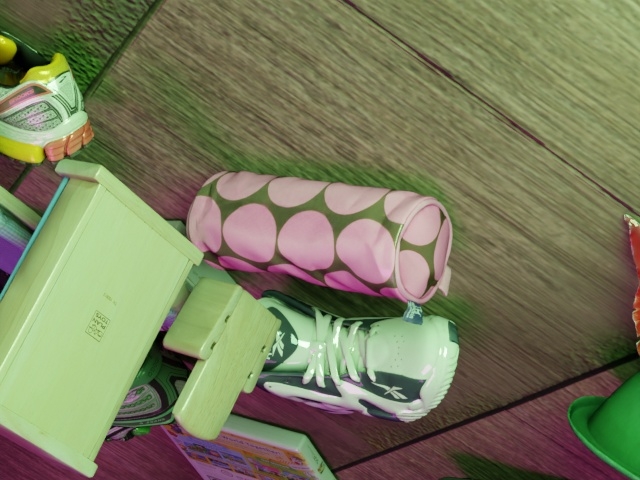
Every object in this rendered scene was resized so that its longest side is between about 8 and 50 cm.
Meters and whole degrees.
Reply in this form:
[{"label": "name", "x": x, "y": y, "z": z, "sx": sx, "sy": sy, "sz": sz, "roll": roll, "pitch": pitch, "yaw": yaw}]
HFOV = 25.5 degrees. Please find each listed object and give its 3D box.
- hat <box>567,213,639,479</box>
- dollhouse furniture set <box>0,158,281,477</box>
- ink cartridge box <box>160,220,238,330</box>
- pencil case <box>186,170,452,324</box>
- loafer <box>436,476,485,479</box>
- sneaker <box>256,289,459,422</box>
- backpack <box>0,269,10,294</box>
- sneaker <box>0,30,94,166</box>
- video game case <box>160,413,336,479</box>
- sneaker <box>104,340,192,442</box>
[{"label": "hat", "x": 0.296, "y": 0.090, "z": 1.074, "sx": 0.173, "sy": 0.184, "sz": 0.208, "roll": 25, "pitch": -165, "yaw": 20}, {"label": "dollhouse furniture set", "x": -0.255, "y": 0.063, "z": 1.181, "sx": 0.303, "sy": 0.198, "sz": 0.286, "roll": 11, "pitch": 157, "yaw": 40}, {"label": "ink cartridge box", "x": -0.153, "y": 0.035, "z": 1.350, "sx": 0.180, "sy": 0.060, "sz": 0.104, "roll": 1, "pitch": 142, "yaw": 41}, {"label": "pencil case", "x": 0.000, "y": 0.000, "z": 1.124, "sx": 0.209, "sy": 0.095, "sz": 0.098, "roll": 12, "pitch": 167, "yaw": 32}, {"label": "loafer", "x": 0.219, "y": 0.280, "z": 1.435, "sx": 0.220, "sy": 0.080, "sz": 0.078, "roll": 13, "pitch": -178, "yaw": 25}, {"label": "sneaker", "x": 0.005, "y": 0.098, "z": 1.245, "sx": 0.153, "sy": 0.094, "sz": 0.235, "roll": 16, "pitch": 170, "yaw": -27}, {"label": "backpack", "x": -0.300, "y": 0.029, "z": 1.448, "sx": 0.105, "sy": 0.084, "sz": 0.114, "roll": 8, "pitch": 152, "yaw": 33}, {"label": "sneaker", "x": -0.283, "y": -0.138, "z": 1.171, "sx": 0.225, "sy": 0.088, "sz": 0.093, "roll": 15, "pitch": 128, "yaw": 26}, {"label": "video game case", "x": -0.081, "y": 0.270, "z": 1.730, "sx": 0.227, "sy": 0.026, "sz": 0.206, "roll": 11, "pitch": 149, "yaw": 31}, {"label": "sneaker", "x": -0.269, "y": 0.185, "z": 1.637, "sx": 0.146, "sy": 0.134, "sz": 0.343, "roll": 41, "pitch": 150, "yaw": -25}]
